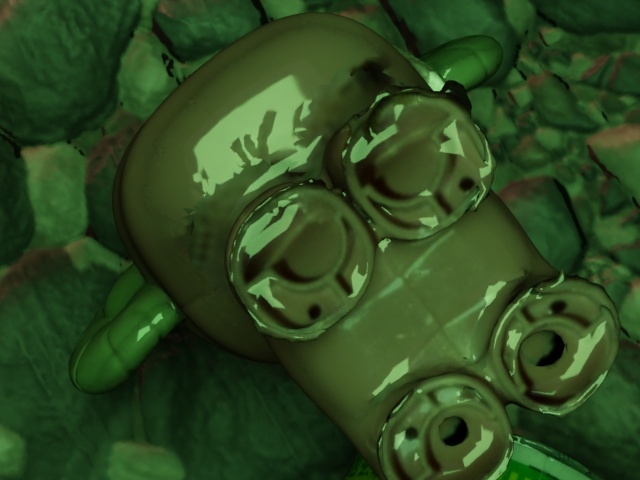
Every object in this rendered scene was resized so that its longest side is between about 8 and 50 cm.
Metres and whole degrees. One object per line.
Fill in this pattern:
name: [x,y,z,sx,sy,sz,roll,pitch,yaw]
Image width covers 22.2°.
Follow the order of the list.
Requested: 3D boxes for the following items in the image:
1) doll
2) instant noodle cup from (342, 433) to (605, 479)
doll: [0.000,0.000,0.819,0.284,0.268,0.216,-38,101,-7]
instant noodle cup: [0.052,0.219,0.815,0.207,0.207,0.232,22,70,3]
